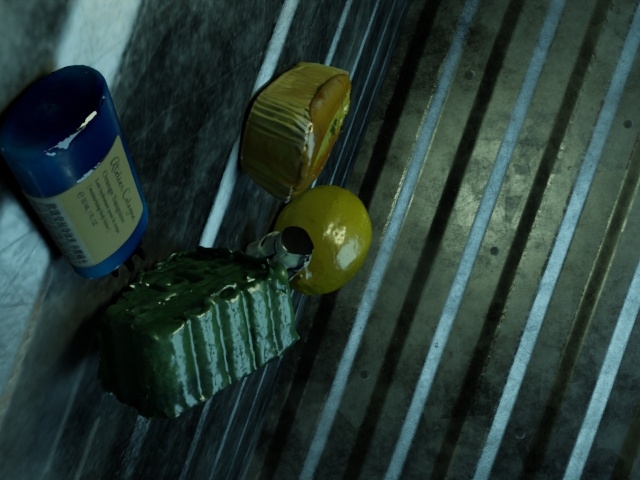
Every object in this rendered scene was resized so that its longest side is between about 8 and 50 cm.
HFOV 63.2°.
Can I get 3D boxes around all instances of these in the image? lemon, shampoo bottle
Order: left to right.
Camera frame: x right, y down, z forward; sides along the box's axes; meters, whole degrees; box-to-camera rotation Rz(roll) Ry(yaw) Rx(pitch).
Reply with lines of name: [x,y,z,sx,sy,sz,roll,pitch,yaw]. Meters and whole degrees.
shampoo bottle: [-0.170,-0.033,0.390,0.183,0.050,0.087,100,8,-57]
lemon: [0.002,-0.003,1.210,0.263,0.236,0.236,-31,154,-26]

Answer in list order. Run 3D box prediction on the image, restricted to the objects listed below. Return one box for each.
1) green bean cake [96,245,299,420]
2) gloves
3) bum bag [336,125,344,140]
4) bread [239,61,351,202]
green bean cake: [-0.152,0.083,0.564,0.208,0.193,0.107,-26,120,-48]
gloves: [-0.103,0.048,1.038,0.212,0.111,0.127,-30,-176,43]
bum bag: [0.036,-0.314,1.389,0.197,0.049,0.087,14,91,-83]
bread: [-0.030,-0.191,0.860,0.288,0.119,0.153,-63,174,-54]
